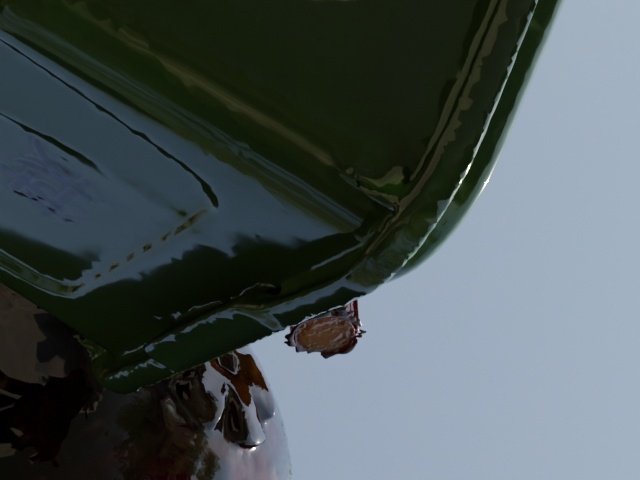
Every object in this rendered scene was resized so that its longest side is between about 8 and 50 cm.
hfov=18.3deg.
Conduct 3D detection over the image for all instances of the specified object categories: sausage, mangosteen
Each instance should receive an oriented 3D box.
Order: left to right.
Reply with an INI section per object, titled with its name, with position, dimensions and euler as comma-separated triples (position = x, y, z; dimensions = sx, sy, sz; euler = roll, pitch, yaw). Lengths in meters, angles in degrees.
[mangosteen]
position = -0.188, 0.150, 1.147
dimensions = 0.359, 0.306, 0.306
euler = -31, -139, 27
[sausage]
position = 0.000, 0.000, 1.180
dimensions = 0.048, 0.050, 0.145
euler = -10, -131, 9

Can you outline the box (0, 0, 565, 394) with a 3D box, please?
[box]
position = -0.044, -0.101, 0.754
dimensions = 0.328, 0.178, 0.253
euler = -24, -142, 61
